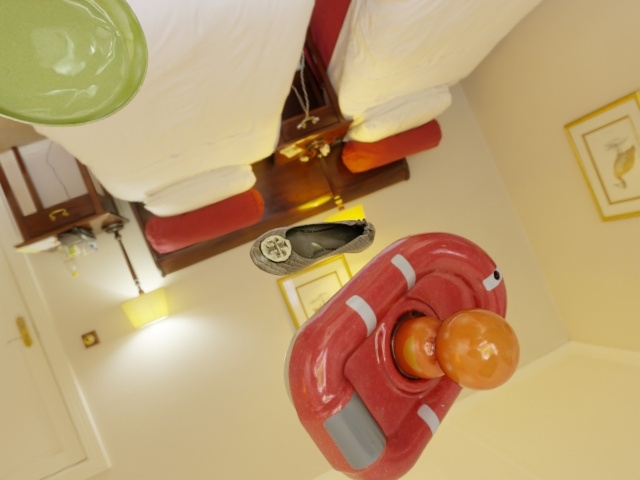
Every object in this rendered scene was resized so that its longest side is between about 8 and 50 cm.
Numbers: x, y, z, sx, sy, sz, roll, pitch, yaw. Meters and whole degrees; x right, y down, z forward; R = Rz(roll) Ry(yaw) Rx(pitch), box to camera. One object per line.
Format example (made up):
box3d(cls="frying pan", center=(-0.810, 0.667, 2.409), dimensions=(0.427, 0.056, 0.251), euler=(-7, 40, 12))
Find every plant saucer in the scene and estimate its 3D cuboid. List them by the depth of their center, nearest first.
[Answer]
box3d(cls="plant saucer", center=(-0.338, -0.243, 0.528), dimensions=(0.240, 0.241, 0.037), euler=(-22, 179, -35))

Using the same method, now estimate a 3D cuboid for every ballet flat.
box3d(cls="ballet flat", center=(0.000, 0.000, 0.718), dimensions=(0.249, 0.084, 0.058), euler=(-9, 155, -37))

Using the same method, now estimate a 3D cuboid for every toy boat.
box3d(cls="toy boat", center=(0.092, 0.086, 0.361), dimensions=(0.231, 0.151, 0.151), euler=(-40, -166, -33))
